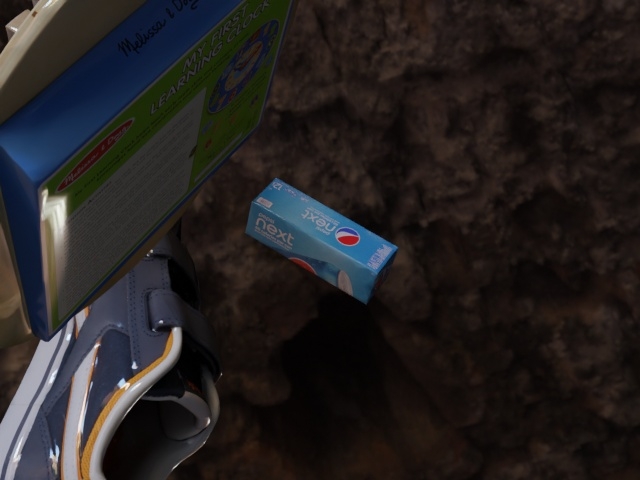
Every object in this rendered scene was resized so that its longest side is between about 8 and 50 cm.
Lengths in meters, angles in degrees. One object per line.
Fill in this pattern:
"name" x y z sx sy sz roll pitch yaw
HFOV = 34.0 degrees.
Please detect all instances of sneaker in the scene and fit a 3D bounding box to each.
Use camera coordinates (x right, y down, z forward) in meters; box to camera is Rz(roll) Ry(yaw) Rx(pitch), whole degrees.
"sneaker" -0.129 0.068 0.756 0.127 0.321 0.126 -1 -29 21

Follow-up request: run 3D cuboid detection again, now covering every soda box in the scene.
"soda box" 0.000 0.000 1.495 0.210 0.067 0.071 31 -42 13

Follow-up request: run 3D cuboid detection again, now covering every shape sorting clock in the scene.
"shape sorting clock" -0.070 -0.046 0.394 0.040 0.206 0.206 37 -49 7

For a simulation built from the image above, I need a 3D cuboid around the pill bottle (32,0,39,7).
"pill bottle" -0.118 -0.211 0.702 0.108 0.180 0.108 6 -36 4
